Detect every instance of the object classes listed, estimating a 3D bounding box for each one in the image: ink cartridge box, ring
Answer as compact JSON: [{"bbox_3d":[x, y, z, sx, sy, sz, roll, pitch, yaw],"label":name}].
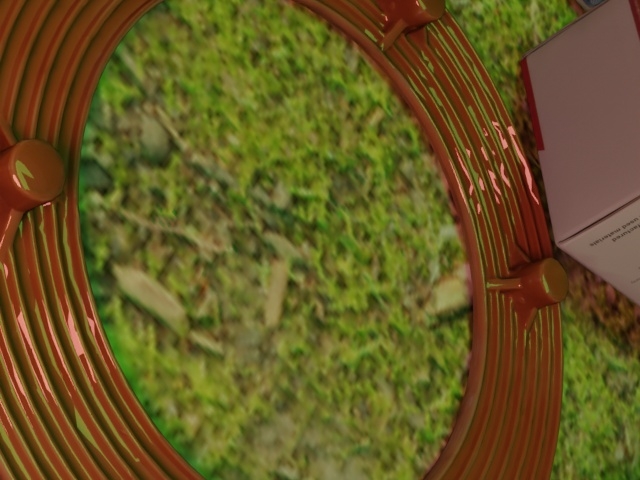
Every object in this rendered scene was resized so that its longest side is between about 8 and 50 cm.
[{"bbox_3d":[0.186,-0.023,0.707,0.175,0.072,0.127,32,38,-35],"label":"ink cartridge box"},{"bbox_3d":[0.000,0.000,0.554,0.336,0.032,0.337,18,64,-42],"label":"ring"}]

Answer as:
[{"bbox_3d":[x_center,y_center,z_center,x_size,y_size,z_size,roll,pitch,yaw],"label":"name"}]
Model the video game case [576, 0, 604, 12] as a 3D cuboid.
[{"bbox_3d":[0.144,-0.294,0.810,0.300,0.036,0.329,39,50,-30],"label":"video game case"}]
